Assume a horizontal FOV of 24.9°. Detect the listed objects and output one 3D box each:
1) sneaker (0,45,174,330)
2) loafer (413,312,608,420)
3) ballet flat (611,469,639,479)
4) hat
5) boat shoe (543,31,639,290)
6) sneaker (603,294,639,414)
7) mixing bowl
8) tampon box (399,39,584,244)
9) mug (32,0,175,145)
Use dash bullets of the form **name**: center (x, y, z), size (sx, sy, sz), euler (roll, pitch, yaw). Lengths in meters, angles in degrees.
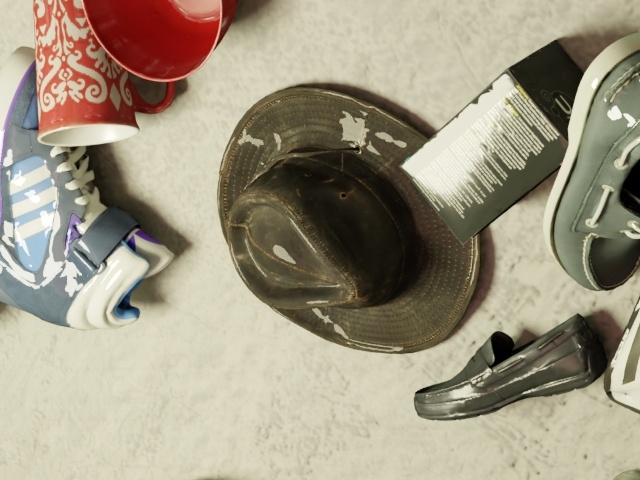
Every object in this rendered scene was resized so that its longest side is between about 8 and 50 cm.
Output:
- **sneaker**: center (-0.275, -0.050, 1.712), size (0.236, 0.130, 0.323), euler (14, 106, 8)
- **loafer**: center (0.191, 0.133, 1.520), size (0.223, 0.076, 0.078), euler (-21, 94, 32)
- **ballet flat**: center (0.279, 0.319, 1.548), size (0.072, 0.068, 0.213), euler (44, 127, 8)
- **hat**: center (0.000, 0.000, 1.541), size (0.331, 0.134, 0.331), euler (12, 116, 27)
- **boat shoe**: center (0.277, -0.041, 1.298), size (0.099, 0.116, 0.319), euler (51, 159, 33)
- **sneaker**: center (0.429, 0.190, 1.377), size (0.257, 0.169, 0.447), euler (1, 118, 51)
- **mixing bowl**: center (-0.154, -0.269, 1.537), size (0.181, 0.098, 0.181), euler (14, 118, 27)
- **tampon box**: center (0.181, -0.095, 1.392), size (0.101, 0.120, 0.161), euler (51, 127, 3)
- **mug**: center (-0.252, -0.198, 1.620), size (0.113, 0.150, 0.169), euler (-14, 81, 47)
